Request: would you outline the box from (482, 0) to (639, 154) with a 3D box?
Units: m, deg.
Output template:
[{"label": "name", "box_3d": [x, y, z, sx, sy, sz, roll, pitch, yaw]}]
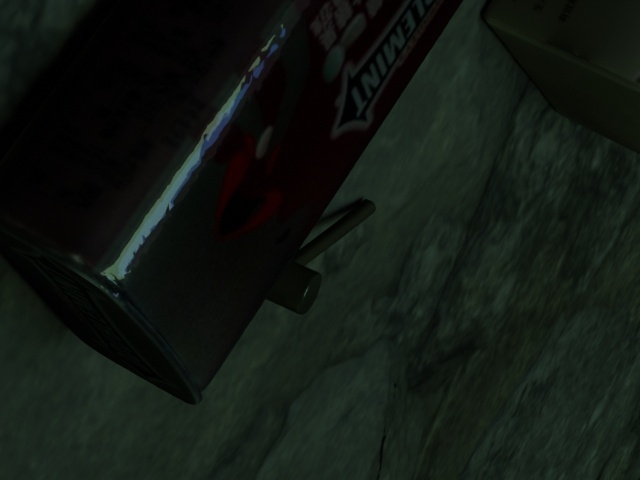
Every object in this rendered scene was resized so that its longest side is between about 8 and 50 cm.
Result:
[{"label": "box", "box_3d": [0.188, -0.158, 0.903, 0.212, 0.095, 0.168, -62, 158, -1]}]

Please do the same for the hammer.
[{"label": "hammer", "box_3d": [0.000, 0.000, 0.776, 0.110, 0.035, 0.019, -39, 148, -58]}]

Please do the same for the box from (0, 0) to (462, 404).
[{"label": "box", "box_3d": [-0.019, -0.064, 0.624, 0.224, 0.069, 0.120, -57, 155, -17]}]
